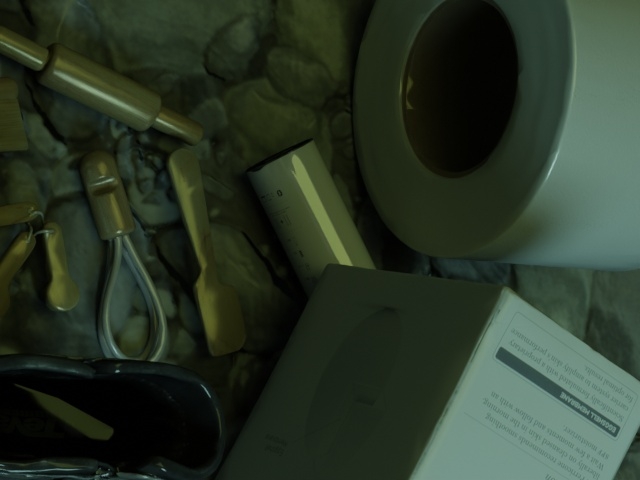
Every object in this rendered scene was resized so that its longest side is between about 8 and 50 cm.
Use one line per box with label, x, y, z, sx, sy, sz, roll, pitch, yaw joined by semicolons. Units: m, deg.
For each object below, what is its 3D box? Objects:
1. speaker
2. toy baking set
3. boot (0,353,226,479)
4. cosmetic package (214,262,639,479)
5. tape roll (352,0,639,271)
speaker;0.000;0.000;1.212;0.055;0.055;0.136;-31;97;-36
toy baking set;-0.152;-0.022;1.128;0.256;0.030;0.196;21;71;-30
boot;-0.239;0.098;0.913;0.338;0.223;0.118;-4;83;-36
cosmetic package;0.054;0.149;1.080;0.138;0.224;0.224;35;78;-25
tape roll;0.160;-0.102;1.232;0.169;0.246;0.246;6;76;-35
